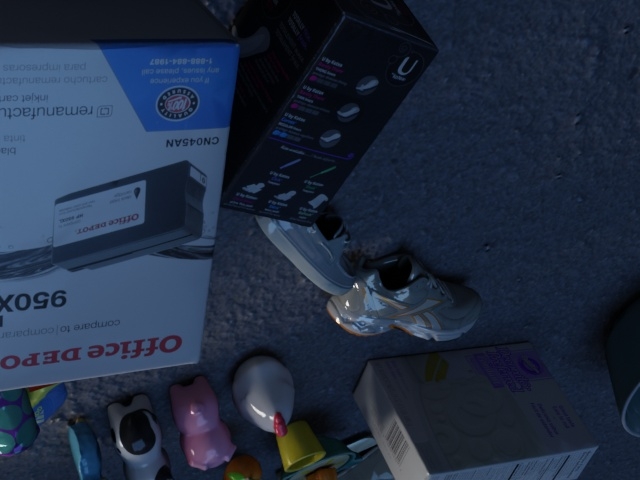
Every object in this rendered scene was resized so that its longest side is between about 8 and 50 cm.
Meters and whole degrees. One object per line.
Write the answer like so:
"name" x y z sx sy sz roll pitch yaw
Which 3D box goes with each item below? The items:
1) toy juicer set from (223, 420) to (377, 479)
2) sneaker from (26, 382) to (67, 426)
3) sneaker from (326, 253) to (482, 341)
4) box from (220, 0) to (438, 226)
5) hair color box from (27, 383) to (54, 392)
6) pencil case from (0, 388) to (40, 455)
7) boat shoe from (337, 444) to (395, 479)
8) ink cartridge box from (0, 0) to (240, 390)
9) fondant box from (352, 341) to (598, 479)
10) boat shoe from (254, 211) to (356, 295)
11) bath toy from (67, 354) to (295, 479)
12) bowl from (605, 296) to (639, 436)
"toy juicer set" -0.037 0.389 1.930 0.209 0.089 0.329 -31 158 14
"sneaker" -0.445 0.233 1.571 0.240 0.091 0.126 -21 141 -10
"sneaker" 0.145 0.077 1.740 0.262 0.099 0.121 1 129 -32
"box" -0.022 -0.172 1.311 0.143 0.165 0.270 12 127 -38
"hair color box" -0.368 0.102 1.470 0.053 0.093 0.167 -19 141 -13
"pencil case" -0.402 0.198 1.466 0.070 0.064 0.151 -18 126 -12
"boat shoe" 0.089 0.410 2.114 0.206 0.075 0.065 -25 -176 -11
"ink cartridge box" -0.262 -0.051 1.240 0.285 0.166 0.395 -5 122 -26
"fondant box" 0.251 0.294 1.922 0.330 0.238 0.096 -3 133 -28
"boat shoe" -0.001 -0.001 1.579 0.081 0.079 0.227 -33 138 13
"bath toy" -0.193 0.292 1.752 0.348 0.129 0.151 -21 140 -10
"bowl" 0.634 0.194 2.093 0.311 0.163 0.311 -16 139 -15
